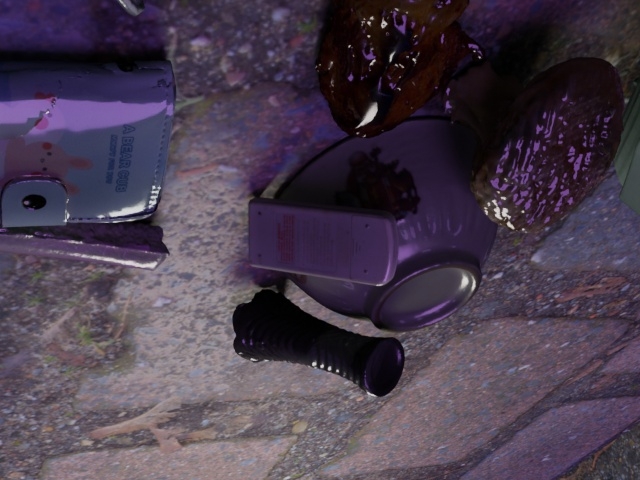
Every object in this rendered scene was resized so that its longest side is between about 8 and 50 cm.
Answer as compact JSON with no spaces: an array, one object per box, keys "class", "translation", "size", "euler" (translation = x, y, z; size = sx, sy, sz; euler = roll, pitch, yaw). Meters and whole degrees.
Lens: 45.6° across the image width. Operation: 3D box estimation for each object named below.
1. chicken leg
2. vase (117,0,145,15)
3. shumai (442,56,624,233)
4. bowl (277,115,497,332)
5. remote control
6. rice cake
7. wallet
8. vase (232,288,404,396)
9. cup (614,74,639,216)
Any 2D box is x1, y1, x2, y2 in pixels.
[{"class":"chicken leg","translation":[0.099,-0.210,0.720],"size":[0.178,0.082,0.322],"euler":[-8,148,-20]},{"class":"vase","translation":[-0.032,-0.283,0.516],"size":[0.299,0.143,0.143],"euler":[-26,146,2]},{"class":"shumai","translation":[0.234,-0.125,0.868],"size":[0.162,0.153,0.209],"euler":[-4,124,-33]},{"class":"bowl","translation":[0.108,0.015,0.984],"size":[0.338,0.157,0.337],"euler":[-15,145,-11]},{"class":"remote control","translation":[0.000,0.000,0.885],"size":[0.190,0.087,0.029],"euler":[7,-165,27]},{"class":"rice cake","translation":[-0.291,-0.004,0.825],"size":[0.270,0.048,0.055],"euler":[10,149,-40]},{"class":"wallet","translation":[-0.266,-0.090,0.704],"size":[0.251,0.075,0.176],"euler":[-5,136,-25]},{"class":"vase","translation":[-0.003,0.140,1.016],"size":[0.116,0.238,0.115],"euler":[-14,109,-44]},{"class":"cup","translation":[0.463,-0.181,0.795],"size":[0.401,0.310,0.392],"euler":[-9,149,-8]}]
